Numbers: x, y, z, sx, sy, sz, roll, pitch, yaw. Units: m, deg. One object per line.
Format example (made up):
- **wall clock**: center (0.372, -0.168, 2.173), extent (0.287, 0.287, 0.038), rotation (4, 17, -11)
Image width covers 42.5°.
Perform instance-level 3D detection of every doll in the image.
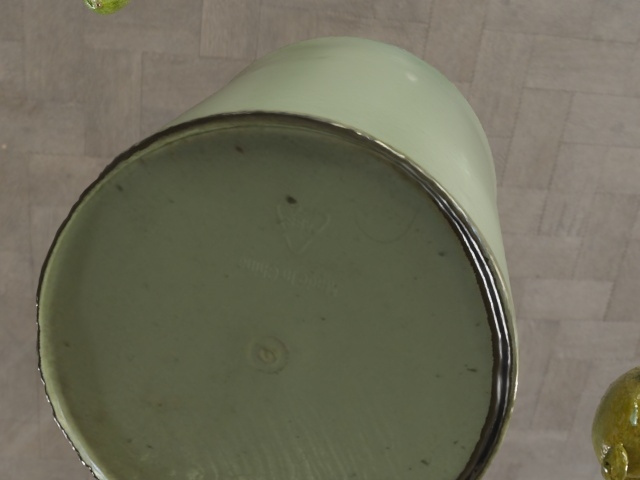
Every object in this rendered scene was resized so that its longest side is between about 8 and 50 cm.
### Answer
- **doll**: center (0.325, 0.189, 0.799), extent (0.209, 0.097, 0.137), rotation (37, 72, -56)

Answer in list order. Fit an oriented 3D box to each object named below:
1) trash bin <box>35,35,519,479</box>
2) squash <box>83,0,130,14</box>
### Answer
- **trash bin**: center (0.000, 0.000, 0.602), extent (0.280, 0.432, 0.281), rotation (2, 106, 6)
- **squash**: center (-0.234, -0.344, 0.987), extent (0.066, 0.201, 0.066), rotation (10, 143, 7)
